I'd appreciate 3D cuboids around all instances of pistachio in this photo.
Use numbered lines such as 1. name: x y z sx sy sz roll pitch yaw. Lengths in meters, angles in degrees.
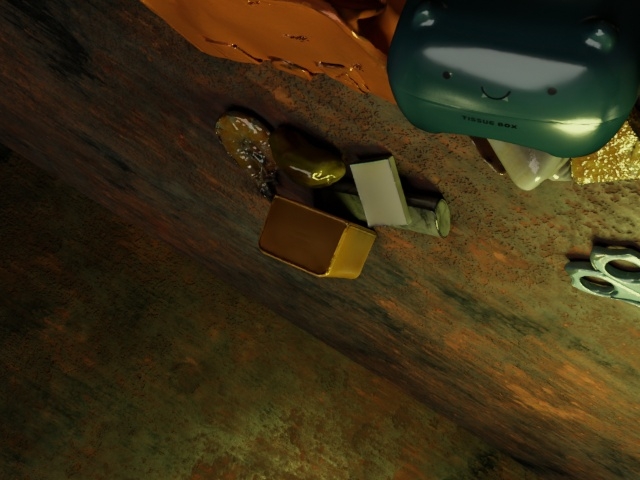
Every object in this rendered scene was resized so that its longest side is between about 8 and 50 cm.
1. pistachio: -0.039 -0.170 1.270 0.189 0.100 0.110 27 153 4

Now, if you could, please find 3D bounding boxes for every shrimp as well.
1. shrimp: -0.144 -0.195 1.402 0.164 0.062 0.317 13 149 30

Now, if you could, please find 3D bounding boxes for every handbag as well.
1. handbag: -0.069 -0.331 0.842 0.410 0.116 0.303 21 178 23

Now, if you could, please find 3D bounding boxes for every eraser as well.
1. eraser: 0.127 -0.100 1.217 0.104 0.023 0.150 -3 114 41

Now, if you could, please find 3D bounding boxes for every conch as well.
1. conch: 0.290 -0.190 0.852 0.255 0.127 0.158 57 180 -4

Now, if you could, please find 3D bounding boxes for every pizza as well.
1. pizza: 0.434 -0.133 0.845 0.134 0.046 0.175 29 158 5

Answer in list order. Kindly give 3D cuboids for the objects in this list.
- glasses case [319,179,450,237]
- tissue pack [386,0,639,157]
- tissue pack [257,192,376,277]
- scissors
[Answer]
1. glasses case: 0.142 -0.075 1.301 0.299 0.060 0.114 14 152 34
2. tissue pack: 0.230 -0.230 0.685 0.287 0.198 0.206 17 161 19
3. tissue pack: 0.000 0.000 1.392 0.194 0.145 0.274 20 -177 20
4. scissors: 0.659 0.119 1.117 0.360 0.029 0.191 30 156 2
